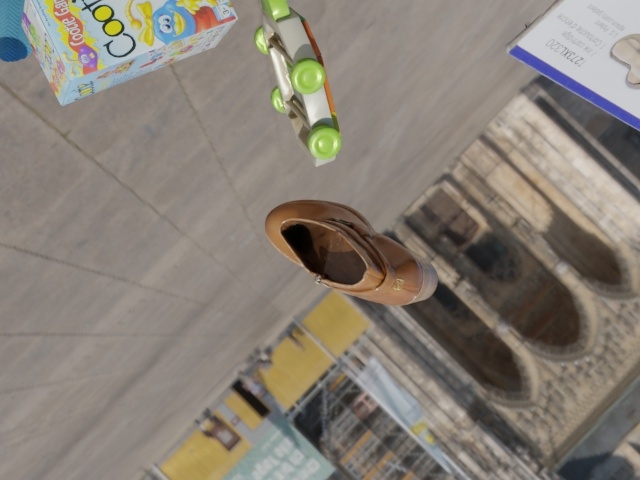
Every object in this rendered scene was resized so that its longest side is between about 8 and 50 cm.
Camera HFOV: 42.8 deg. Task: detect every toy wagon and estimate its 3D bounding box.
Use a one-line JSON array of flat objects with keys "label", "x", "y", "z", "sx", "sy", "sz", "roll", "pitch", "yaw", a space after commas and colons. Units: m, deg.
[{"label": "toy wagon", "x": -0.047, "y": -0.299, "z": 1.393, "sx": 0.068, "sy": 0.344, "sz": 0.267, "roll": -20, "pitch": -148, "yaw": -9}]

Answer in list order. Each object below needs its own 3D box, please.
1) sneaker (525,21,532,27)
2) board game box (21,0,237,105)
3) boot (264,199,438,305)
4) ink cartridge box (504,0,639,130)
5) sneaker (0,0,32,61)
[{"label": "sneaker", "x": 0.320, "y": -0.300, "z": 1.178, "sx": 0.043, "sy": 0.040, "sz": 0.109, "roll": -8, "pitch": -156, "yaw": 16}, {"label": "board game box", "x": -0.293, "y": -0.336, "z": 1.250, "sx": 0.275, "sy": 0.142, "sz": 0.144, "roll": -28, "pitch": -175, "yaw": -24}, {"label": "boot", "x": 0.000, "y": 0.000, "z": 0.728, "sx": 0.152, "sy": 0.197, "sz": 0.073, "roll": 12, "pitch": 97, "yaw": -60}, {"label": "ink cartridge box", "x": 0.263, "y": -0.193, "z": 0.360, "sx": 0.175, "sy": 0.069, "sz": 0.371, "roll": 16, "pitch": 134, "yaw": -37}, {"label": "sneaker", "x": -0.488, "y": -0.394, "z": 1.253, "sx": 0.087, "sy": 0.092, "sz": 0.229, "roll": -18, "pitch": 142, "yaw": -41}]
